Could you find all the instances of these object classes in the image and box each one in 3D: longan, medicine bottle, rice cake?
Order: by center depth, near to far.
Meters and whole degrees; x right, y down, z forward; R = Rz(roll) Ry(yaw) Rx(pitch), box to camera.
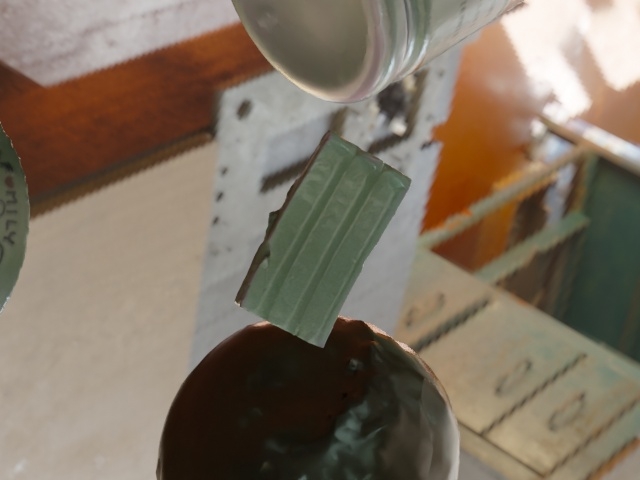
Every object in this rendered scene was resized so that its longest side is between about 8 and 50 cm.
[{"bbox_3d":[0.092,-0.269,1.232,0.316,0.202,0.202,-36,145,-29],"label":"medicine bottle"},{"bbox_3d":[0.000,0.000,1.668,0.237,0.127,0.043,-60,-169,16],"label":"rice cake"},{"bbox_3d":[-0.012,0.291,1.977,0.436,0.404,0.404,-79,-170,-70],"label":"longan"}]

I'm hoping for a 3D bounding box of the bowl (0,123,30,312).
[{"bbox_3d":[-0.322,-0.017,1.056,0.211,0.211,0.112,-64,158,10],"label":"bowl"}]
